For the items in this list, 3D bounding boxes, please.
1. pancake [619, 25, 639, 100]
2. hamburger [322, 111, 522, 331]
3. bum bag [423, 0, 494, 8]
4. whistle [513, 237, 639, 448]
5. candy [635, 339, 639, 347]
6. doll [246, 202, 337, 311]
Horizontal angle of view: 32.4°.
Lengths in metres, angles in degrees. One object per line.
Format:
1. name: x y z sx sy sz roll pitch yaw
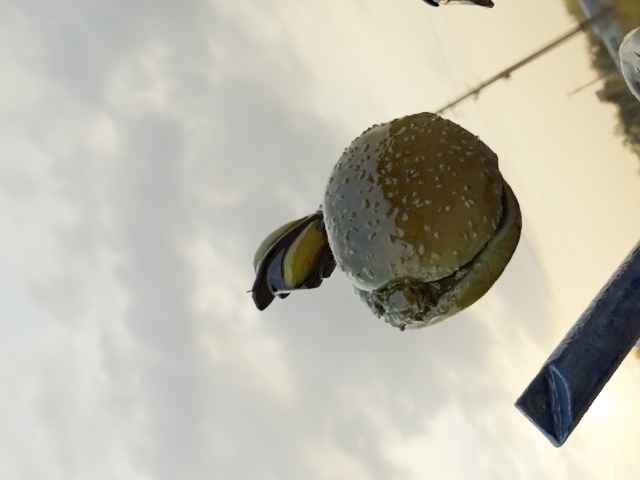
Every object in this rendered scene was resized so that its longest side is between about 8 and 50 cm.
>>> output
1. pancake: 0.559 -0.209 1.633 0.294 0.049 0.294 44 176 3
2. hamburger: 0.092 -0.019 1.054 0.122 0.189 0.215 48 -155 -42
3. bum bag: 0.142 -0.337 1.397 0.248 0.069 0.102 -12 -108 -50
4. whistle: 0.287 0.073 1.066 0.304 0.062 0.062 -46 -68 -29
5. candy: 0.413 0.082 1.223 0.092 0.160 0.073 94 -174 -61
6. doll: -0.002 -0.003 1.445 0.088 0.249 0.127 53 162 -5
